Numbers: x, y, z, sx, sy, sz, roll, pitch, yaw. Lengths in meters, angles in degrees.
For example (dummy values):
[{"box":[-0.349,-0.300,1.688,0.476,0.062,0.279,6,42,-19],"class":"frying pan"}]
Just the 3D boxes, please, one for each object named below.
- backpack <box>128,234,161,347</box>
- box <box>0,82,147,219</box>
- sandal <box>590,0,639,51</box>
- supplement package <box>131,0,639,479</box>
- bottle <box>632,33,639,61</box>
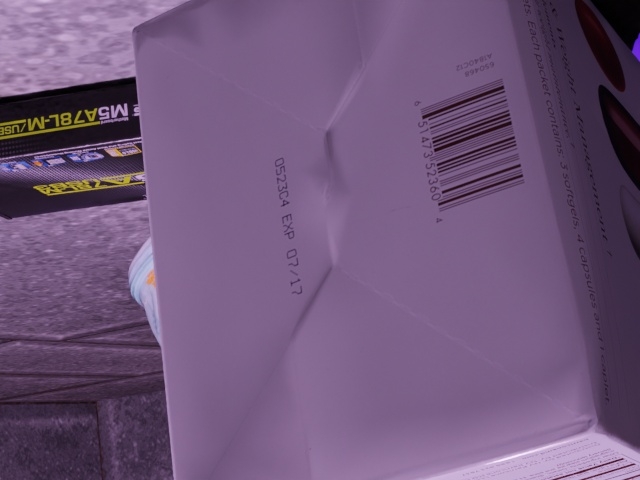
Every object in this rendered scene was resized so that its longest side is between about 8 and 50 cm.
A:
[{"box":[0.000,0.000,0.884,0.253,0.191,0.225,-34,169,-2],"class":"backpack"},{"box":[-0.165,-0.060,0.955,0.191,0.045,0.184,-8,168,7],"class":"box"},{"box":[0.056,-0.143,0.532,0.168,0.107,0.446,-4,157,-8],"class":"sandal"},{"box":[0.054,0.014,0.512,0.149,0.194,0.203,-19,155,25],"class":"supplement package"},{"box":[0.216,-0.121,0.715,0.118,0.092,0.283,2,167,-42],"class":"bottle"}]
